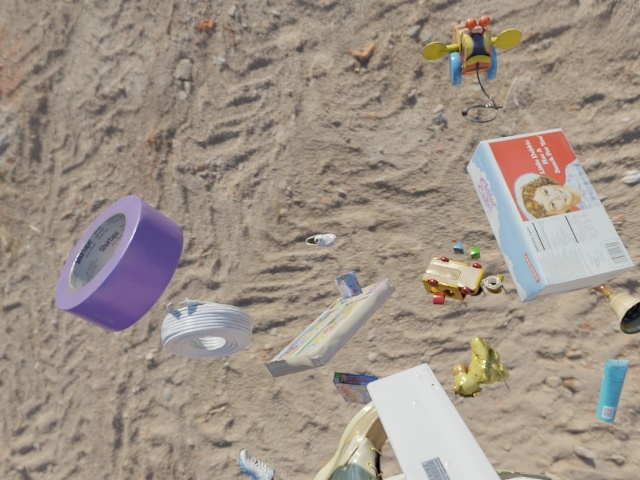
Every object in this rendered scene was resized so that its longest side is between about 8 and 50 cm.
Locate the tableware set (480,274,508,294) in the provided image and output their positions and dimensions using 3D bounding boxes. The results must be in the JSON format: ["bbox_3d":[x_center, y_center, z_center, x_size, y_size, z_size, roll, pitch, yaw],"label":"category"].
[{"bbox_3d":[0.483,0.126,1.484,0.154,0.104,0.024,-8,43,45],"label":"tableware set"}]

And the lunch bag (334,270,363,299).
[{"bbox_3d":[0.077,0.130,1.393,0.083,0.053,0.071,-31,80,63],"label":"lunch bag"}]

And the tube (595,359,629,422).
[{"bbox_3d":[0.919,0.472,1.546,0.080,0.052,0.207,0,105,-10],"label":"tube"}]

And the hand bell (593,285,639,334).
[{"bbox_3d":[0.905,0.169,1.529,0.126,0.126,0.242,-55,26,17],"label":"hand bell"}]

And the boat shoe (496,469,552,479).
[{"bbox_3d":[0.528,0.667,1.344,0.227,0.068,0.081,-25,101,33],"label":"boat shoe"}]

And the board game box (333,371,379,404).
[{"bbox_3d":[0.127,0.472,1.543,0.136,0.201,0.035,1,56,18],"label":"board game box"}]

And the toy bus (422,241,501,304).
[{"bbox_3d":[0.406,0.124,1.438,0.191,0.104,0.202,-24,43,6],"label":"toy bus"}]

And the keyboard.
[{"bbox_3d":[0.109,0.197,0.420,0.072,0.256,0.014,-23,116,-2],"label":"keyboard"}]

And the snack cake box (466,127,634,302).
[{"bbox_3d":[0.365,-0.046,0.806,0.152,0.089,0.264,-11,67,-7],"label":"snack cake box"}]

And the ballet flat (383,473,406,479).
[{"bbox_3d":[0.260,0.671,1.261,0.408,0.147,0.147,-8,87,-1],"label":"ballet flat"}]

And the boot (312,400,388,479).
[{"bbox_3d":[0.106,0.440,0.897,0.262,0.095,0.203,-51,35,-11],"label":"boot"}]

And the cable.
[{"bbox_3d":[-0.317,0.260,1.387,0.257,0.257,0.089,123,146,-51],"label":"cable"}]

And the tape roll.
[{"bbox_3d":[-0.296,0.032,0.721,0.189,0.080,0.189,-25,45,28],"label":"tape roll"}]

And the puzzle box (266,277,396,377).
[{"bbox_3d":[0.038,0.275,1.554,0.272,0.409,0.052,-29,96,47],"label":"puzzle box"}]

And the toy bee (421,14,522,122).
[{"bbox_3d":[0.334,-0.405,1.029,0.195,0.162,0.298,-20,44,-6],"label":"toy bee"}]

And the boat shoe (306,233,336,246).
[{"bbox_3d":[0.000,0.000,1.327,0.100,0.035,0.035,-1,89,46],"label":"boat shoe"}]

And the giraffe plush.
[{"bbox_3d":[0.518,0.449,1.638,0.170,0.210,0.181,-38,113,21],"label":"giraffe plush"}]

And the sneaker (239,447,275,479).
[{"bbox_3d":[-0.196,0.768,1.633,0.083,0.071,0.191,-36,90,15],"label":"sneaker"}]
